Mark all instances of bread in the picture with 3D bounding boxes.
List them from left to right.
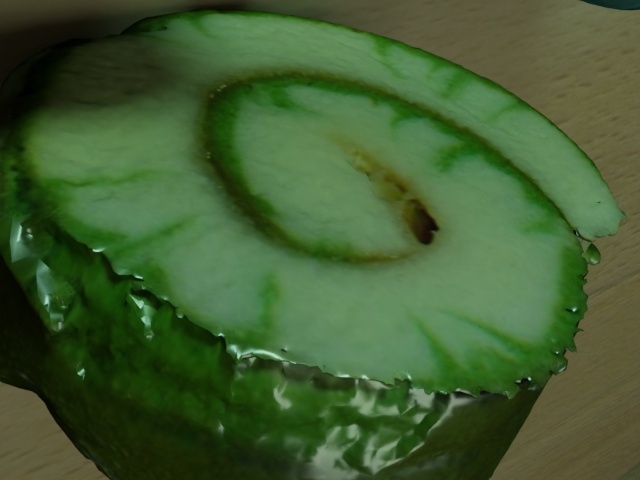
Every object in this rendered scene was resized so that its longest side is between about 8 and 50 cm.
[{"bbox_3d":[0.000,0.000,0.548,0.382,0.366,0.129,1,127,-23],"label":"bread"}]

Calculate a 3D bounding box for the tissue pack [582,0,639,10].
[{"bbox_3d":[0.209,-0.310,0.599,0.206,0.198,0.287,-48,154,-25],"label":"tissue pack"}]
